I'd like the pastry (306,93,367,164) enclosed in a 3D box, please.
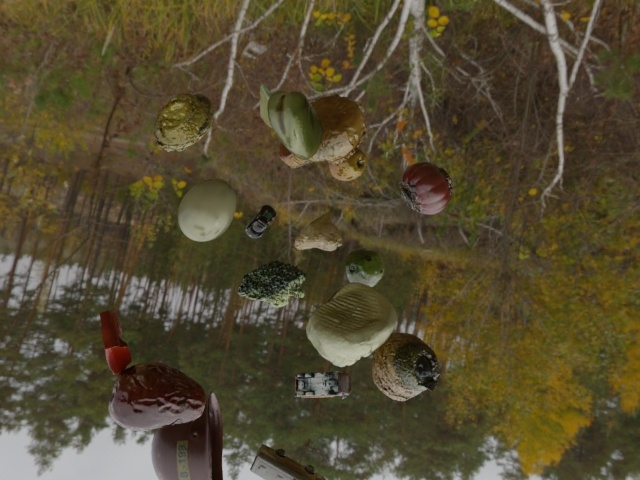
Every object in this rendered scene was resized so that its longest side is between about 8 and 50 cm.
[{"bbox_3d":[0.042,-0.430,1.797,0.315,0.285,0.184,-12,150,23],"label":"pastry"}]

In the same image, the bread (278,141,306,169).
[{"bbox_3d":[-0.105,-0.431,2.037,0.199,0.199,0.104,4,154,45],"label":"bread"}]

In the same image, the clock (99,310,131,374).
[{"bbox_3d":[-0.593,0.287,1.292,0.061,0.113,0.155,-15,-138,-24],"label":"clock"}]

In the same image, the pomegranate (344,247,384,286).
[{"bbox_3d":[0.239,0.139,2.293,0.214,0.214,0.247,5,-177,38],"label":"pomegranate"}]

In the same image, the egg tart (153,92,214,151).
[{"bbox_3d":[-0.557,-0.485,1.783,0.278,0.279,0.095,8,158,22],"label":"egg tart"}]

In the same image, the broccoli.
[{"bbox_3d":[-0.209,0.227,2.035,0.288,0.248,0.246,1,126,27],"label":"broccoli"}]

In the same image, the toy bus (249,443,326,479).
[{"bbox_3d":[-0.115,0.832,1.591,0.268,0.092,0.106,27,-174,7],"label":"toy bus"}]

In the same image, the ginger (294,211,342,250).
[{"bbox_3d":[-0.004,0.000,1.680,0.123,0.193,0.115,49,153,13],"label":"ginger"}]

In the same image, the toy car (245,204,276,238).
[{"bbox_3d":[-0.226,-0.072,1.713,0.069,0.142,0.055,40,162,-18],"label":"toy car"}]

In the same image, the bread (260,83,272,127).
[{"bbox_3d":[-0.183,-0.481,1.660,0.036,0.112,0.193,-29,167,-15],"label":"bread"}]

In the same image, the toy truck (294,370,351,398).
[{"bbox_3d":[0.001,0.620,1.916,0.270,0.114,0.135,-16,155,36],"label":"toy truck"}]

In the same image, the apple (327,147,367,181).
[{"bbox_3d":[0.128,-0.359,2.081,0.155,0.183,0.182,10,174,35],"label":"apple"}]

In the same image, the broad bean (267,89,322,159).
[{"bbox_3d":[-0.063,-0.362,1.421,0.121,0.189,0.263,0,162,30],"label":"broad bean"}]

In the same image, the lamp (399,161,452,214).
[{"bbox_3d":[0.436,-0.215,1.830,0.226,0.227,0.227,11,173,1],"label":"lamp"}]

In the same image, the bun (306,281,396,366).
[{"bbox_3d":[0.075,0.214,1.105,0.229,0.145,0.229,-7,-150,4],"label":"bun"}]

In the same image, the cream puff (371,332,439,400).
[{"bbox_3d":[0.245,0.339,1.187,0.183,0.183,0.169,14,165,-23],"label":"cream puff"}]

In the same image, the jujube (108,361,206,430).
[{"bbox_3d":[-0.462,0.448,1.280,0.255,0.190,0.190,21,169,-32],"label":"jujube"}]

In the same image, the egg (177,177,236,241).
[{"bbox_3d":[-0.398,-0.109,1.584,0.186,0.242,0.186,33,180,0],"label":"egg"}]

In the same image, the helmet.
[{"bbox_3d":[-0.464,0.738,1.559,0.230,0.385,0.337,-5,176,-8],"label":"helmet"}]
